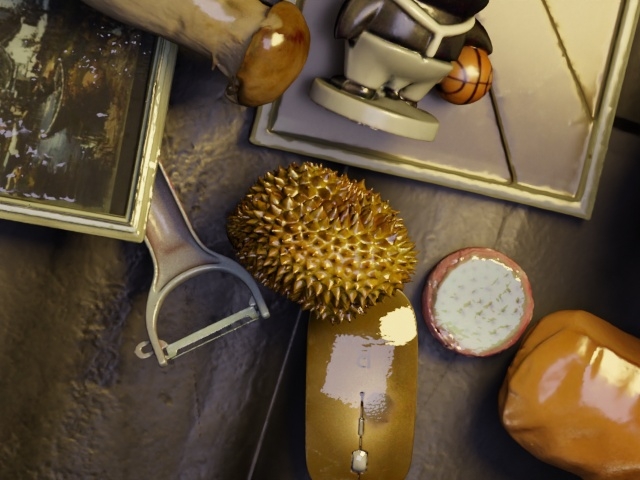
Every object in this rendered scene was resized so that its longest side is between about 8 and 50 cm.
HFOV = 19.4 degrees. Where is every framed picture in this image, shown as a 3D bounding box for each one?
[{"bbox_3d":[-0.241,-0.161,1.634,0.232,0.019,0.296,9,80,-6],"label":"framed picture"},{"bbox_3d":[0.140,-0.267,1.689,0.326,0.028,0.446,13,95,-6],"label":"framed picture"}]

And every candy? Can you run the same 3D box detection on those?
[{"bbox_3d":[0.143,0.056,1.714,0.103,0.043,0.103,0,98,-3],"label":"candy"}]

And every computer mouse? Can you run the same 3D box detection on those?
[{"bbox_3d":[0.036,0.138,1.711,0.102,0.045,0.199,2,95,-3],"label":"computer mouse"}]

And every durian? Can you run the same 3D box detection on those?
[{"bbox_3d":[0.000,0.000,1.639,0.168,0.158,0.137,18,79,-5],"label":"durian"}]

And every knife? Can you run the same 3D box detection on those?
[{"bbox_3d":[-0.158,-0.031,1.665,0.123,0.053,0.278,-25,86,-7],"label":"knife"}]

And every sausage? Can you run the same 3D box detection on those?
[{"bbox_3d":[0.278,0.157,1.697,0.241,0.120,0.136,22,108,-7],"label":"sausage"}]

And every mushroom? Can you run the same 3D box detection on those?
[{"bbox_3d":[-0.159,-0.243,1.586,0.350,0.128,0.128,37,91,-1],"label":"mushroom"}]

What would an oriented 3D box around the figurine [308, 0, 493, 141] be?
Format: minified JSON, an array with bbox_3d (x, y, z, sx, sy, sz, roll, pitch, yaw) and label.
[{"bbox_3d":[0.094,-0.211,1.608,0.176,0.133,0.236,9,105,-37],"label":"figurine"}]
